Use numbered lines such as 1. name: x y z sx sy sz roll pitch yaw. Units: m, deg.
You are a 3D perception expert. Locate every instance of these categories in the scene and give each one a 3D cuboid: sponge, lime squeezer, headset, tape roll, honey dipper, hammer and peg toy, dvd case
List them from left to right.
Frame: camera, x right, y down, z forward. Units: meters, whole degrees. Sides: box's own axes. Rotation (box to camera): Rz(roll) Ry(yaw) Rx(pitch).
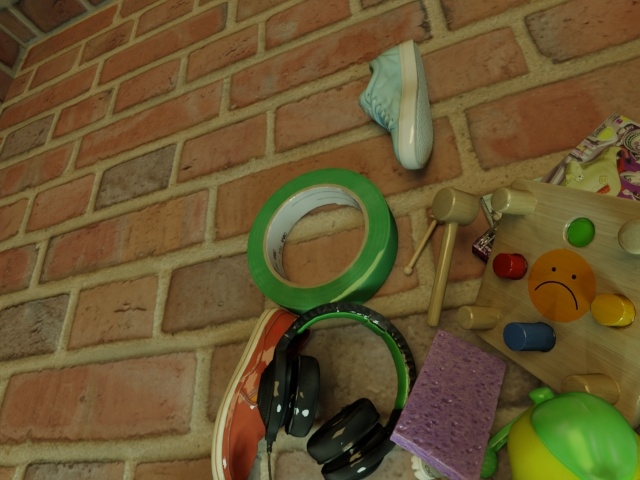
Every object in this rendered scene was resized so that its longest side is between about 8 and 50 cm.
1. headset: -0.009 0.291 0.667 0.243 0.185 0.394 36 65 5
2. tape roll: 0.000 0.000 0.864 0.321 0.077 0.321 -11 60 20
3. honey dipper: 0.207 -0.002 0.797 0.030 0.030 0.160 24 80 33
4. sponge: 0.195 0.234 0.599 0.117 0.031 0.210 26 44 18
5. lime squeezer: 0.232 0.345 0.571 0.310 0.059 0.110 -62 17 -16
6. dvd case: 0.371 -0.064 0.760 0.119 0.013 0.087 -19 58 16
7. hammer and peg toy: 0.299 0.052 0.579 0.361 0.127 0.266 -143 61 -63

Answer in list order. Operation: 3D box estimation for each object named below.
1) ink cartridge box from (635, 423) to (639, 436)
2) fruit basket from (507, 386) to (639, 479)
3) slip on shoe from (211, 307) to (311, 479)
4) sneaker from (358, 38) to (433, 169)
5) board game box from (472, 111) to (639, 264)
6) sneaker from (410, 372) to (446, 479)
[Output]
1. ink cartridge box: 0.559 0.195 0.439 0.371 0.176 0.069 -21 58 14
2. fruit basket: 0.301 0.330 0.351 0.283 0.392 0.392 8 69 28
3. slip on shoe: -0.104 0.287 0.747 0.101 0.123 0.331 9 64 24
4. sneaker: 0.164 -0.292 0.916 0.150 0.135 0.366 -13 51 28
5. board game box: 0.456 -0.039 0.678 0.347 0.056 0.208 -44 65 -1
6. sneaker: 0.186 0.276 0.623 0.075 0.063 0.170 -24 44 46
